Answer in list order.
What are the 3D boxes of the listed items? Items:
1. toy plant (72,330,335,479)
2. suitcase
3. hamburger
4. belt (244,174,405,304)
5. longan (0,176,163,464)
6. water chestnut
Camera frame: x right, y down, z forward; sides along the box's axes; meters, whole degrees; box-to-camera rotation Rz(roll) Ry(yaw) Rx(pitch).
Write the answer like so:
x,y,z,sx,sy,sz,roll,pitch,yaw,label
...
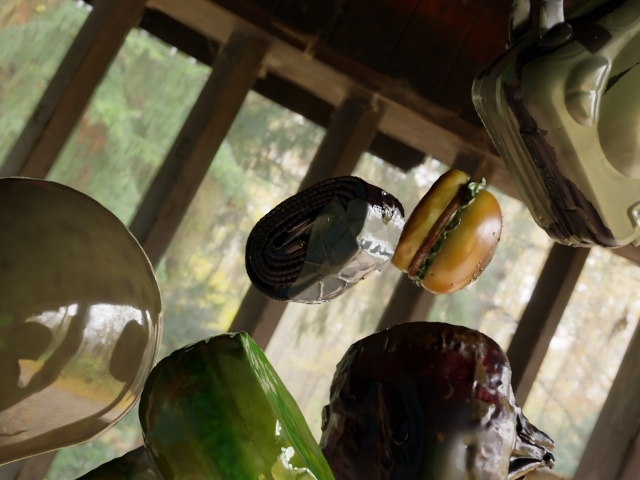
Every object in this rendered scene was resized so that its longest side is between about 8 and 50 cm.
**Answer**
x,y,z,sx,sy,sz,roll,pitch,yaw,label
-0.155,0.221,0.830,0.184,0.316,0.224,59,-2,32,toy plant
0.359,-0.193,1.216,0.339,0.351,0.194,59,-12,-20,suitcase
0.253,-0.009,1.958,0.170,0.246,0.246,36,-10,9,hamburger
0.000,0.000,1.806,0.289,0.184,0.164,-32,-28,26,belt
-0.357,0.096,1.172,0.361,0.361,0.361,25,-11,5,longan
0.137,0.241,1.282,0.244,0.289,0.289,12,2,-44,water chestnut
